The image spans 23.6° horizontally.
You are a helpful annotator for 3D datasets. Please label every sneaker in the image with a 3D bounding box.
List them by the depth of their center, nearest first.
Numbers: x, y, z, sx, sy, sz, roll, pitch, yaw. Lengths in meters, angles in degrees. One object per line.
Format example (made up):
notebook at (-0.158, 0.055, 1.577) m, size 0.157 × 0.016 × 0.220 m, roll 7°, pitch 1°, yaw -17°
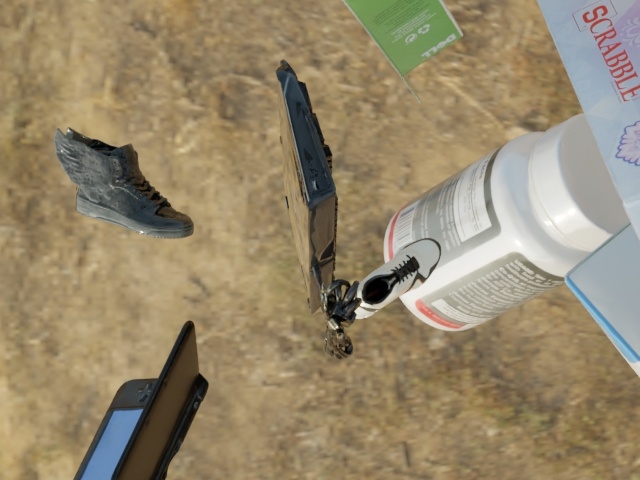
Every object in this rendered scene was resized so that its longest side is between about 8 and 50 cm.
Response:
sneaker at (0.072, 0.034, 1.407) m, size 0.040 × 0.109 × 0.044 m, roll 52°, pitch 161°, yaw 1°
sneaker at (-0.210, -0.062, 1.648) m, size 0.170 × 0.051 × 0.089 m, roll 15°, pitch 107°, yaw 19°

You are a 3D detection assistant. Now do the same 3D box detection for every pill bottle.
pill bottle at (0.210, -0.018, 1.629) m, size 0.283 × 0.161 × 0.161 m, roll -31°, pitch 70°, yaw 49°

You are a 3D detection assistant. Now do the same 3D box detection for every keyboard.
keyboard at (0.000, 0.000, 1.224) m, size 0.033 × 0.317 × 0.201 m, roll -12°, pitch 74°, yaw -3°

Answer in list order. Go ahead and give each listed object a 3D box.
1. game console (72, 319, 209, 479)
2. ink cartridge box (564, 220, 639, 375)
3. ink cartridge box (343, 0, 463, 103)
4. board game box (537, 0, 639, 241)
game console at (-0.121, 0.117, 0.932) m, size 0.107 × 0.071 × 0.122 m, roll -6°, pitch 46°, yaw 37°
ink cartridge box at (0.386, 0.128, 1.444) m, size 0.129 × 0.307 × 0.223 m, roll -41°, pitch 51°, yaw 4°
ink cartridge box at (0.048, -0.199, 1.174) m, size 0.062 × 0.209 × 0.109 m, roll -33°, pitch 64°, yaw 8°
board game box at (0.247, -0.023, 1.051) m, size 0.066 × 0.318 × 0.318 m, roll -25°, pitch 38°, yaw 12°
